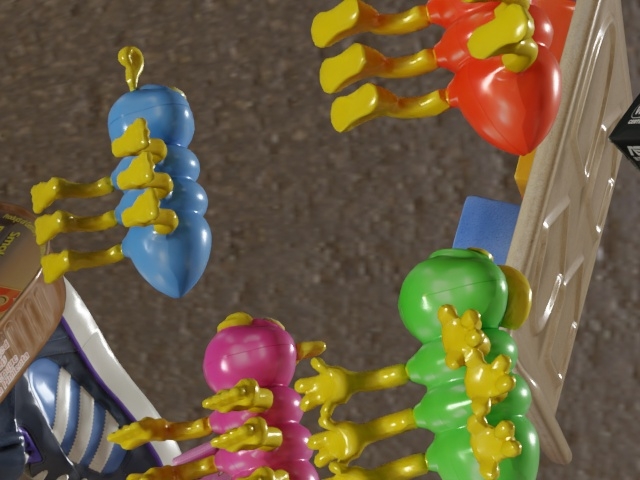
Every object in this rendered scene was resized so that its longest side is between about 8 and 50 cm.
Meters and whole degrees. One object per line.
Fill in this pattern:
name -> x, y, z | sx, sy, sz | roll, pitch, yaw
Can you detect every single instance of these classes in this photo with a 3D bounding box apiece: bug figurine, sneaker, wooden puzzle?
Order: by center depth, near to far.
bug figurine -> 0.000, 0.000, 0.578 | 0.072, 0.279, 0.216 | 3, 74, -40
wooden puzzle -> 0.167, -0.029, 1.217 | 0.080, 0.322, 0.348 | 8, 76, 15
sneaker -> -0.273, 0.195, 1.459 | 0.236, 0.130, 0.323 | -45, 123, -32

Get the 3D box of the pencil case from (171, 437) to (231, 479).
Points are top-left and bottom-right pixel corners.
pencil case -> 0.012, 0.321, 1.311 | 0.160, 0.167, 0.386 | -53, 124, -23

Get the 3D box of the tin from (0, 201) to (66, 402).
tin -> -0.178, 0.053, 0.678 | 0.190, 0.106, 0.040 | -57, 137, -42

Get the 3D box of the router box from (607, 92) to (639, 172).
router box -> 0.137, -0.049, 0.396 | 0.038, 0.122, 0.092 | 41, 78, -19
